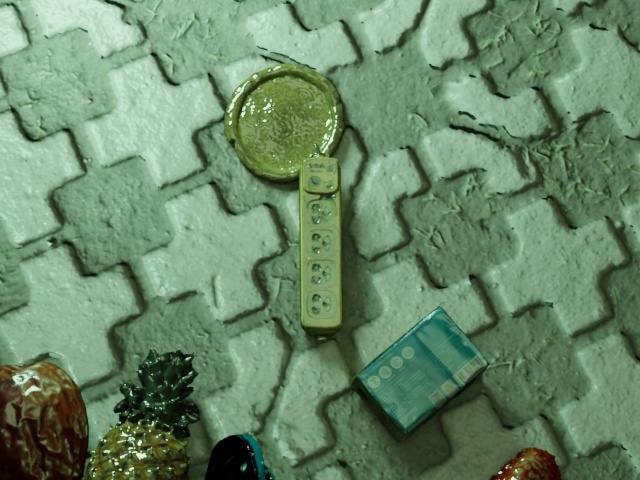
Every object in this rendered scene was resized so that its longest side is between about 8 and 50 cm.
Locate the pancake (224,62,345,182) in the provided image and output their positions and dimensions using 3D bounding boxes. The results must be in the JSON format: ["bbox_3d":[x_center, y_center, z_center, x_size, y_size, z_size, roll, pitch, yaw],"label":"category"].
[{"bbox_3d":[-0.056,-0.185,2.014,0.199,0.021,0.199,1,74,-2],"label":"pancake"}]

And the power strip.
[{"bbox_3d":[0.000,0.000,1.942,0.064,0.044,0.305,0,79,-3],"label":"power strip"}]

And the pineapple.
[{"bbox_3d":[-0.246,0.276,1.812,0.158,0.158,0.279,10,61,-1],"label":"pineapple"}]

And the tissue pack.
[{"bbox_3d":[0.144,0.196,1.886,0.169,0.082,0.120,-39,79,-13],"label":"tissue pack"}]

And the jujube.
[{"bbox_3d":[-0.402,0.286,1.799,0.168,0.168,0.236,-10,91,-7],"label":"jujube"}]

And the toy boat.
[{"bbox_3d":[-0.089,0.421,1.803,0.092,0.134,0.299,8,72,-34],"label":"toy boat"}]

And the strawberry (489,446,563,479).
[{"bbox_3d":[0.275,0.406,1.822,0.175,0.107,0.236,-1,74,-5],"label":"strawberry"}]
